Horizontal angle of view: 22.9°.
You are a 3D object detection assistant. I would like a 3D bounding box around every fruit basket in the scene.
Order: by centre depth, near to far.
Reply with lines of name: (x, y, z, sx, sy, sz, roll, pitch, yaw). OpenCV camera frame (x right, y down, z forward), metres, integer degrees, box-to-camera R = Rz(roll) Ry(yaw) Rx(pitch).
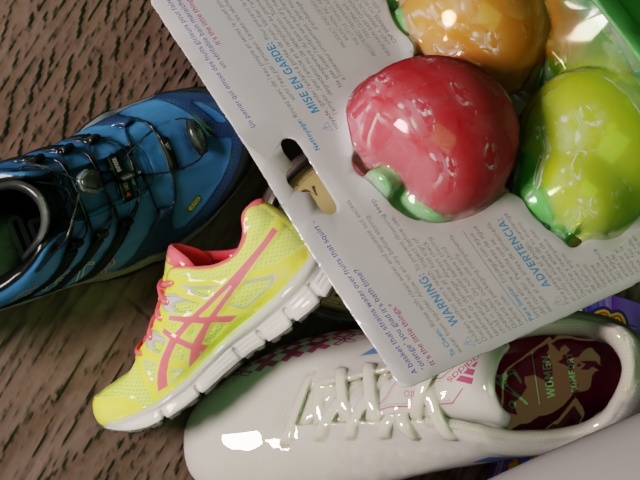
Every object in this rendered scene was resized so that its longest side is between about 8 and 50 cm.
fruit basket: (0.108, -0.086, 1.080, 0.353, 0.165, 0.327, -24, 67, -24)

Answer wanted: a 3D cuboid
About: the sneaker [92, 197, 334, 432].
sneaker: (-0.084, 0.049, 1.072, 0.208, 0.081, 0.094, -39, 96, 13)

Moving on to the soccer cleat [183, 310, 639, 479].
soccer cleat: (0.061, 0.103, 1.058, 0.331, 0.143, 0.116, -12, 79, 4)

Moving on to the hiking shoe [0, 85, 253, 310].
hiking shoe: (-0.165, -0.016, 1.050, 0.304, 0.132, 0.113, -30, 94, -16)

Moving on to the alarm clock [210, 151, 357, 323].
alarm clock: (0.000, 0.000, 1.130, 0.192, 0.064, 0.129, -19, 95, -14)

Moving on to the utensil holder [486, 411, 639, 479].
utensil holder: (0.250, 0.249, 0.946, 0.385, 0.327, 0.327, -18, 90, -21)

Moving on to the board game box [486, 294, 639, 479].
board game box: (0.235, 0.230, 1.170, 0.233, 0.078, 0.347, 17, 81, -13)
